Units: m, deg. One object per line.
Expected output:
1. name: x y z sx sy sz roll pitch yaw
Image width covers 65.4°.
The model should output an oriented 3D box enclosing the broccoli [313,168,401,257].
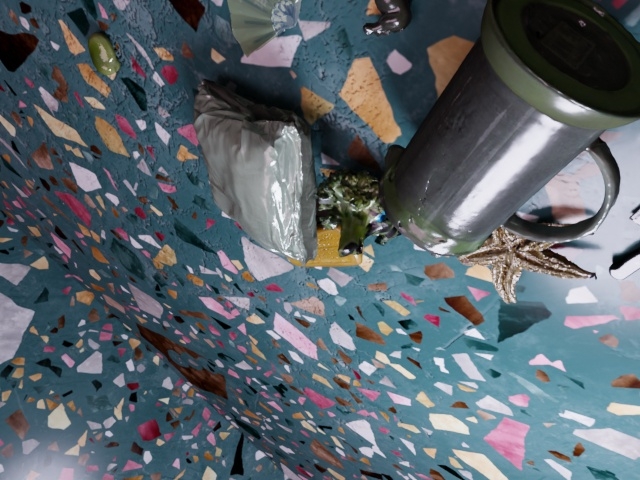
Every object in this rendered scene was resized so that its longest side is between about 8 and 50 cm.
1. broccoli: 0.067 -0.042 0.871 0.155 0.160 0.167 -2 149 19

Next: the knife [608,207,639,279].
1. knife: 0.468 -0.027 0.675 0.072 0.019 0.245 35 141 10

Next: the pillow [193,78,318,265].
1. pillow: -0.126 -0.129 0.933 0.284 0.138 0.309 29 139 35

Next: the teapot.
1. teapot: 0.234 -0.103 0.633 0.270 0.200 0.337 40 146 6

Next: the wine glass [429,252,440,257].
1. wine glass: 0.209 -0.006 0.890 0.042 0.039 0.083 25 146 35

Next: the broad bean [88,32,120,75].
1. broad bean: -0.449 -0.385 1.027 0.063 0.045 0.083 6 126 34

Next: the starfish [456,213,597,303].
1. starfish: 0.320 0.008 0.810 0.228 0.043 0.240 0 127 37

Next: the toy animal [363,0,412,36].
1. toy animal: 0.076 -0.334 0.643 0.065 0.047 0.135 -3 122 35

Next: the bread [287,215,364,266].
1. bread: 0.000 0.000 1.040 0.201 0.077 0.115 -3 126 40

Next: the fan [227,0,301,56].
1. fan: -0.087 -0.376 0.766 0.131 0.009 0.240 45 144 -6
